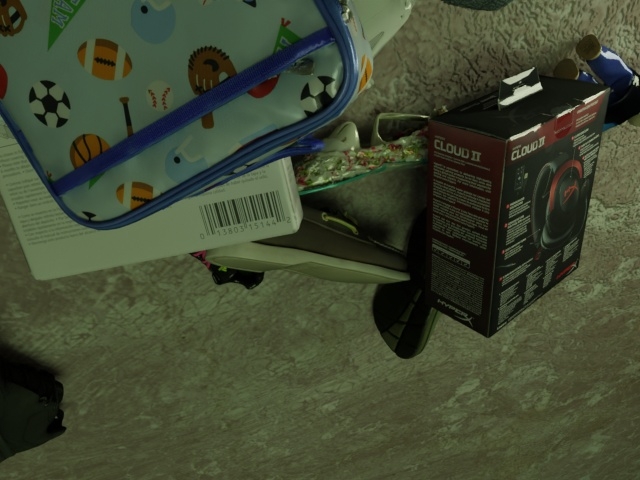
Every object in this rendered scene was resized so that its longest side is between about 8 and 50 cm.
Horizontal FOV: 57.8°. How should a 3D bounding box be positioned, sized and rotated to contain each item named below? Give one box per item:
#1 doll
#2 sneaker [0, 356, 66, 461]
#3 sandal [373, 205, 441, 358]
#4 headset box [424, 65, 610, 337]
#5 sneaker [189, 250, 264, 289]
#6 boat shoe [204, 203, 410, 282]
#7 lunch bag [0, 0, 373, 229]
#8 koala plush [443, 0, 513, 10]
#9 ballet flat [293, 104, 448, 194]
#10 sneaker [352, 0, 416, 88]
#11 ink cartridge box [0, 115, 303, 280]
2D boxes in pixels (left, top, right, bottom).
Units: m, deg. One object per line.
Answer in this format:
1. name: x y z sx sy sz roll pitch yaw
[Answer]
1. doll: 0.401 -0.203 0.782 0.189 0.046 0.129 22 121 -34
2. sneaker: -0.439 0.211 0.818 0.130 0.109 0.286 -12 143 -19
3. sandal: 0.172 0.072 0.905 0.086 0.120 0.303 -6 134 -34
4. headset box: 0.241 -0.062 0.725 0.218 0.110 0.293 -28 128 -31
5. sneaker: -0.135 0.015 0.759 0.063 0.075 0.170 -43 131 20
6. boat shoe: 0.000 0.000 0.768 0.324 0.097 0.116 11 165 -37
7. lunch bag: -0.114 -0.150 0.458 0.303 0.115 0.243 -23 102 20
8. koala plush: 0.198 -0.294 0.456 0.196 0.221 0.203 31 77 -40
9. ballet flat: 0.062 -0.117 0.724 0.240 0.091 0.077 -14 104 -14
10. sneaker: 0.029 -0.267 0.536 0.146 0.122 0.331 -14 150 -21
11. ink cartridge box: -0.189 -0.110 0.587 0.296 0.066 0.261 -10 108 7
